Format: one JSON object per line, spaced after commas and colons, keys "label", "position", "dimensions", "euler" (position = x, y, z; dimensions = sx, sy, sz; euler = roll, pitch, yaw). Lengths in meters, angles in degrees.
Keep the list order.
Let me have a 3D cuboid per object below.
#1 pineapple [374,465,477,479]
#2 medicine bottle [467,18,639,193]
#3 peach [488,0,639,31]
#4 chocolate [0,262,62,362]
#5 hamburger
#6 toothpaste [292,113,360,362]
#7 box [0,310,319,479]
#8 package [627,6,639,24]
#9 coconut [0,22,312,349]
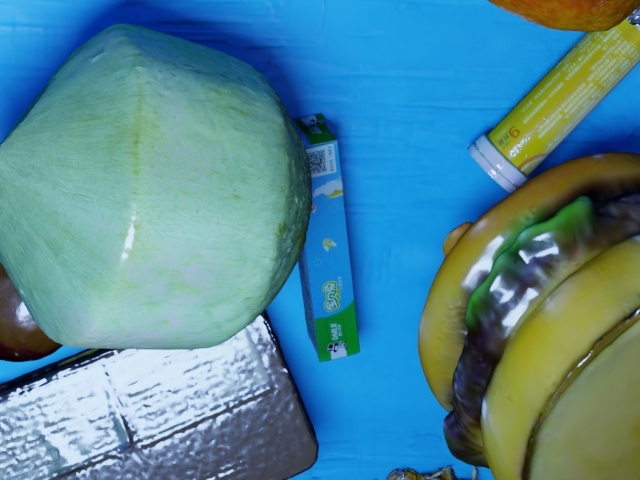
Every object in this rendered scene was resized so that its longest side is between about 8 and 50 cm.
{"label": "pineapple", "position": [0.155, 0.336, 2.103], "dimensions": [0.233, 0.079, 0.135], "euler": [36, 103, -30]}
{"label": "medicine bottle", "position": [0.252, -0.148, 1.851], "dimensions": [0.074, 0.074, 0.218], "euler": [37, 104, -29]}
{"label": "peach", "position": [0.223, -0.314, 1.628], "dimensions": [0.238, 0.281, 0.281], "euler": [-22, 123, -4]}
{"label": "chocolate", "position": [-0.302, 0.048, 1.809], "dimensions": [0.124, 0.127, 0.133], "euler": [-17, 114, -41]}
{"label": "hamburger", "position": [0.300, 0.109, 1.883], "dimensions": [0.395, 0.277, 0.396], "euler": [-16, 133, -18]}
{"label": "toothpaste", "position": [0.000, 0.000, 1.873], "dimensions": [0.050, 0.065, 0.267], "euler": [-13, 122, -11]}
{"label": "box", "position": [-0.193, 0.207, 1.905], "dimensions": [0.350, 0.058, 0.211], "euler": [-21, 98, -1]}
{"label": "package", "position": [0.361, -0.294, 1.750], "dimensions": [0.027, 0.171, 0.173], "euler": [32, 109, 9]}
{"label": "coconut", "position": [-0.174, -0.044, 1.672], "dimensions": [0.328, 0.281, 0.328], "euler": [-14, 125, -21]}
